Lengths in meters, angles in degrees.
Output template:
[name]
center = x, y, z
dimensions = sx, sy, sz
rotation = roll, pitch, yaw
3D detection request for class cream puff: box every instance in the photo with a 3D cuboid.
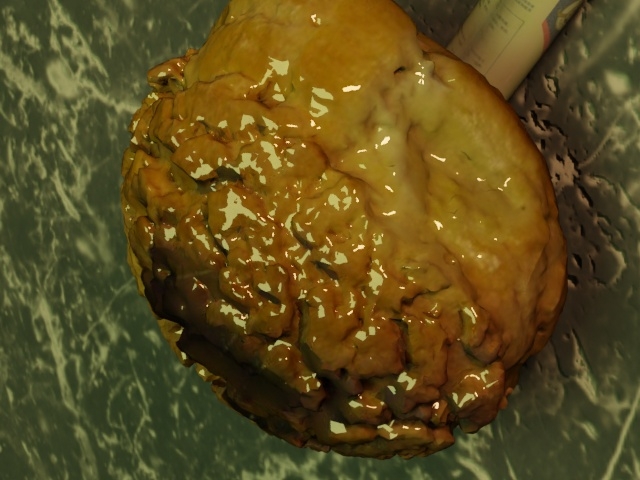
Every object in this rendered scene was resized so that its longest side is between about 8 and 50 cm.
[cream puff]
center = 0.000, 0.000, 1.223
dimensions = 0.327, 0.231, 0.343
rotation = 26, 146, 36

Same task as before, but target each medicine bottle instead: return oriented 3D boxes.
[medicine bottle]
center = 0.139, -0.157, 1.226
dimensions = 0.059, 0.059, 0.231
rotation = 54, 131, 22
